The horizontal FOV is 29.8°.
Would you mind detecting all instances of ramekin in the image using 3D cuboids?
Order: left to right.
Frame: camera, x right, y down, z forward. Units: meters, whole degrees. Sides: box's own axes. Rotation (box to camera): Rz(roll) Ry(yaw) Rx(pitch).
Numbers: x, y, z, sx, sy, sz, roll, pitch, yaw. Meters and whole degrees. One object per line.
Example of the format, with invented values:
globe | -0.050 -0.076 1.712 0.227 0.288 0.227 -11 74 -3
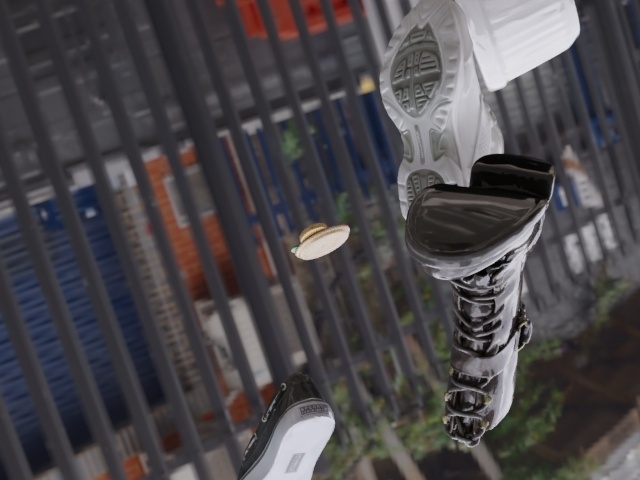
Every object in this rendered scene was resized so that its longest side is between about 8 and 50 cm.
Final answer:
ramekin | 0.215 -0.323 1.431 0.127 0.273 0.273 -20 -172 10

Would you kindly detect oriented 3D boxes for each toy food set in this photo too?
toy food set | 0.000 0.000 1.598 0.083 0.020 0.082 -14 157 -35

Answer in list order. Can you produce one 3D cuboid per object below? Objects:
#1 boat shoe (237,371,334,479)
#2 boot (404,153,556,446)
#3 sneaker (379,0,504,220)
boat shoe | -0.029 0.146 0.833 0.049 0.040 0.142 2 137 -29
boot | 0.131 0.062 0.967 0.091 0.229 0.263 13 -160 22
sneaker | 0.126 -0.120 1.157 0.090 0.232 0.115 9 -161 40
